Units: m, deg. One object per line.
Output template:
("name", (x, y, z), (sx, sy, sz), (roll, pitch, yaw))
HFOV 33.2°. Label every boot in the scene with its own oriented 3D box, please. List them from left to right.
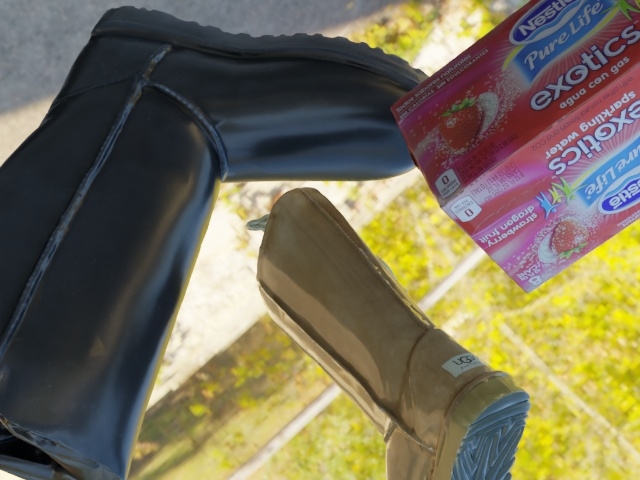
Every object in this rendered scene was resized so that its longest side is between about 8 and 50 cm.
("boot", (-0.112, 0.002, 0.896), (0.146, 0.367, 0.445), (89, 16, -46))
("boot", (0.039, 0.120, 0.854), (0.089, 0.269, 0.236), (-7, 125, -36))

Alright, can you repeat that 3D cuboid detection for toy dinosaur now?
("toy dinosaur", (0.000, 0.000, 1.540), (0.064, 0.268, 0.118), (-63, 157, -3))

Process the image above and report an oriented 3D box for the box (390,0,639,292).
("box", (0.195, -0.100, 0.741), (0.257, 0.122, 0.128), (-37, 131, 16))
